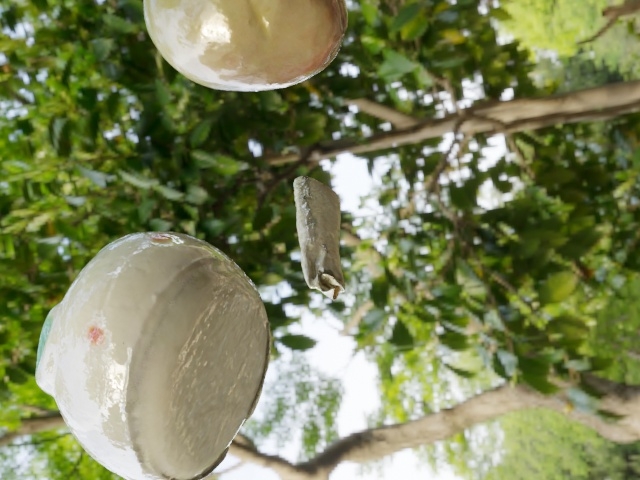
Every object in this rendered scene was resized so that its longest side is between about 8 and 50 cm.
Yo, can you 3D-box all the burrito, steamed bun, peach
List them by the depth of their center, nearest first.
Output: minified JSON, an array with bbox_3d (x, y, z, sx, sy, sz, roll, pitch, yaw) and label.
[{"bbox_3d":[-0.131,0.086,0.749,0.177,0.131,0.228,-58,-25,-26],"label":"steamed bun"},{"bbox_3d":[-0.101,-0.329,1.382,0.247,0.292,0.292,-63,-14,15],"label":"peach"},{"bbox_3d":[0.000,0.000,1.522,0.087,0.060,0.226,24,-139,-28],"label":"burrito"}]
